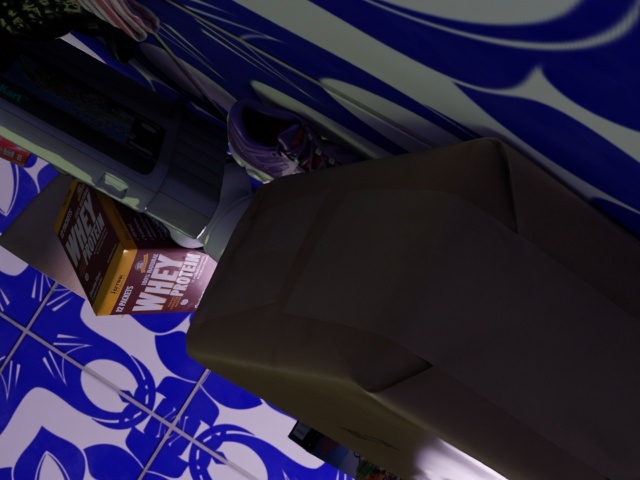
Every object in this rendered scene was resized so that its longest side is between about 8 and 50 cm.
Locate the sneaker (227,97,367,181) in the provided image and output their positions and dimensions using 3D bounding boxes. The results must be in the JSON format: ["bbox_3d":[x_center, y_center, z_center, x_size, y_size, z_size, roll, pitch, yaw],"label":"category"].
[{"bbox_3d":[-0.008,-0.060,1.052,0.170,0.068,0.071,28,163,15],"label":"sneaker"}]

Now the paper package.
[{"bbox_3d":[0.109,0.084,0.900,0.309,0.168,0.325,32,166,-20],"label":"paper package"}]

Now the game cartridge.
[{"bbox_3d":[-0.251,-0.141,1.235,0.355,0.068,0.230,29,-166,-12],"label":"game cartridge"}]

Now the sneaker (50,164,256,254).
[{"bbox_3d":[-0.210,-0.098,1.808,0.341,0.125,0.139,31,-159,-5],"label":"sneaker"}]

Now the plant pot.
[{"bbox_3d":[-0.385,-0.045,2.289,0.256,0.274,0.256,31,174,3],"label":"plant pot"}]

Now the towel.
[{"bbox_3d":[-0.208,-0.218,0.904,0.197,0.029,0.144,33,173,19],"label":"towel"}]

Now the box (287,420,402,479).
[{"bbox_3d":[0.094,0.119,1.193,0.159,0.233,0.044,35,174,-34],"label":"box"}]

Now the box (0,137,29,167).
[{"bbox_3d":[-0.426,-0.186,1.742,0.128,0.122,0.257,25,172,-13],"label":"box"}]

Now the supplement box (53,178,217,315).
[{"bbox_3d":[-0.251,-0.004,1.881,0.194,0.129,0.191,0,-137,-36],"label":"supplement box"}]

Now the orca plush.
[{"bbox_3d":[-0.245,-0.178,1.092,0.287,0.102,0.151,27,173,45],"label":"orca plush"}]

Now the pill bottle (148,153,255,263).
[{"bbox_3d":[-0.142,-0.058,1.432,0.187,0.112,0.112,42,179,19],"label":"pill bottle"}]
